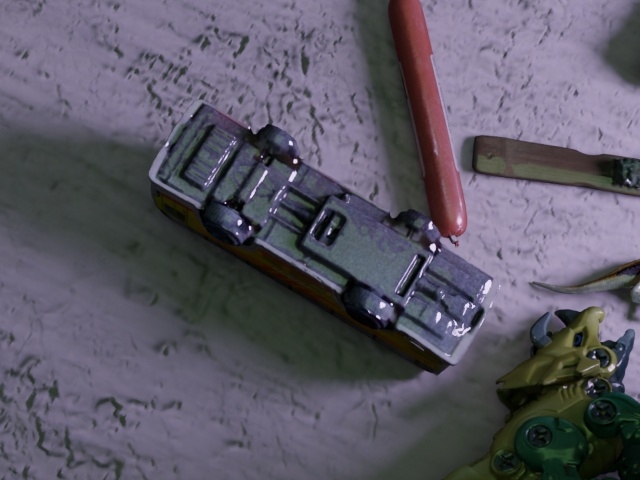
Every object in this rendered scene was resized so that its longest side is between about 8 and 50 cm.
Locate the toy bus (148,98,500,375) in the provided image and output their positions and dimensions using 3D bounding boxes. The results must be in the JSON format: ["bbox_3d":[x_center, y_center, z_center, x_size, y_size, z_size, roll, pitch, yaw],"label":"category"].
[{"bbox_3d":[0.000,0.000,1.336,0.268,0.106,0.092,31,74,2],"label":"toy bus"}]

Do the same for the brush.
[{"bbox_3d":[0.215,-0.057,1.411,0.190,0.027,0.034,9,72,-2],"label":"brush"}]

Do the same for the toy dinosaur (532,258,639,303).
[{"bbox_3d":[0.260,0.041,1.385,0.180,0.037,0.058,0,51,-12],"label":"toy dinosaur"}]

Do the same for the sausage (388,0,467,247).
[{"bbox_3d":[0.085,-0.101,1.410,0.029,0.029,0.223,-9,75,-7],"label":"sausage"}]

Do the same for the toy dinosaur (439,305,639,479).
[{"bbox_3d":[0.162,0.161,1.302,0.153,0.094,0.259,36,66,30],"label":"toy dinosaur"}]
